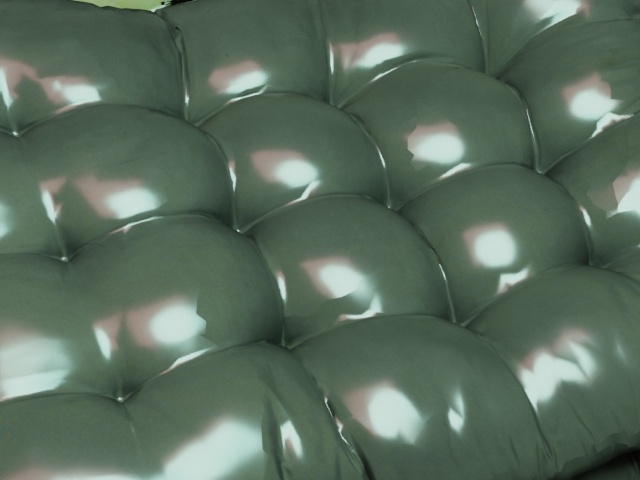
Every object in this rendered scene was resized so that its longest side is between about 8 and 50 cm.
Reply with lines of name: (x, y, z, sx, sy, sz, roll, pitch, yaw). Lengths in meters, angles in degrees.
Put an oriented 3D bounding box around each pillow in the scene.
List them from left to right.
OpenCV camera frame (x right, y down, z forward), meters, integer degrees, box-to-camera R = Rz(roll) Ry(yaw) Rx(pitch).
pillow: (0.000, 0.000, 0.565, 0.326, 0.101, 0.228, -13, 59, -19)

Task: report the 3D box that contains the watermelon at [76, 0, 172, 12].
watermelon: (-0.124, -0.131, 0.644, 0.145, 0.137, 0.193, 40, 47, -26)
